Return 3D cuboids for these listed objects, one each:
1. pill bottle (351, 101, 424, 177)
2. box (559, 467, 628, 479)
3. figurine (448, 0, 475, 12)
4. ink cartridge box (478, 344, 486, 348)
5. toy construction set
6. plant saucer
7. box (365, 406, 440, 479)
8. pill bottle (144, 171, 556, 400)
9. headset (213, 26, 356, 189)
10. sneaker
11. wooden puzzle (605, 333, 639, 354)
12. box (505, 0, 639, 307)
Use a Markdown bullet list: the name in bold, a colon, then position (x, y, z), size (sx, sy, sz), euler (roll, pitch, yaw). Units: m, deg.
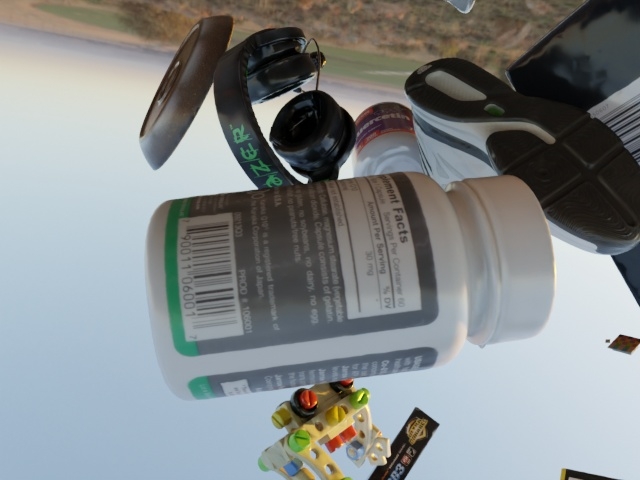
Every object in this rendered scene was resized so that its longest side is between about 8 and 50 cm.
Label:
- **pill bottle**: position (0.158, -0.204, 1.224), size (0.181, 0.182, 0.323), euler (8, -150, -5)
- **box**: position (0.324, 0.432, 0.557), size (0.079, 0.257, 0.322), euler (-10, 135, 44)
- **figurine**: position (0.175, -0.402, 0.667), size (0.092, 0.215, 0.209), euler (12, -162, 23)
- **ink cartridge box**: position (0.330, 0.083, 1.269), size (0.066, 0.261, 0.296), euler (-32, -116, -21)
- **toy construction set**: position (0.024, 0.349, 0.920), size (0.215, 0.151, 0.327), euler (55, -156, 16)
- **plant saucer**: position (-0.254, -0.276, 0.970), size (0.050, 0.311, 0.310), euler (27, -175, -27)
- **box**: position (0.156, 0.541, 1.240), size (0.073, 0.293, 0.295), euler (33, 163, 18)
- **pill bottle**: position (0.027, 0.038, 0.548), size (0.360, 0.204, 0.204), euler (-6, -164, -3)
- **headset**: position (-0.064, -0.208, 0.850), size (0.185, 0.243, 0.394), euler (-18, -148, 28)
- **sneaker**: position (0.315, -0.095, 0.875), size (0.169, 0.257, 0.447), euler (-32, -127, -8)
- **wooden puzzle**: position (0.634, 0.216, 1.114), size (0.049, 0.006, 0.083), euler (-33, -160, -23)
- **box**: position (0.657, -0.194, 0.939), size (0.471, 0.480, 0.297), euler (-16, 166, -39)
